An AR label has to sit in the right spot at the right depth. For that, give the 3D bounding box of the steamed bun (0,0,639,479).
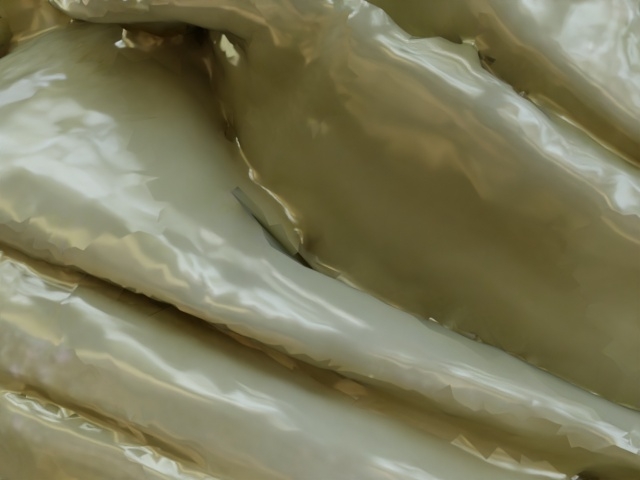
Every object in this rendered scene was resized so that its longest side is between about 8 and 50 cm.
[{"bbox_3d":[0.003,0.001,0.498,0.276,0.289,0.203,18,-24,22],"label":"steamed bun"}]
